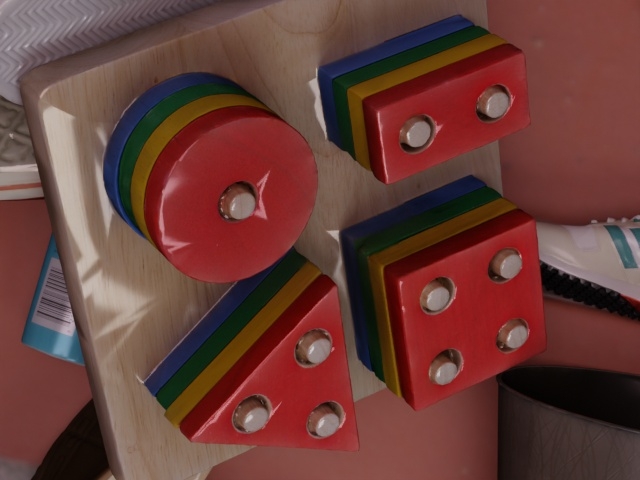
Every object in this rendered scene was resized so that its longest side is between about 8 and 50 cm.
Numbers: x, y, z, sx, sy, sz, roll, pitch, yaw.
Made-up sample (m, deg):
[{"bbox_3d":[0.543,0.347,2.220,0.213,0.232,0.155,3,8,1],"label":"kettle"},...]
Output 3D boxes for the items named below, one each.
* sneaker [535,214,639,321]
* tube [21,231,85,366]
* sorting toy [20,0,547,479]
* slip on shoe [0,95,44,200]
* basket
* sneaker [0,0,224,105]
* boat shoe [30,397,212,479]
[{"bbox_3d":[0.190,0.005,1.088,0.161,0.057,0.075,19,79,2],"label":"sneaker"},{"bbox_3d":[-0.122,-0.028,1.097,0.080,0.052,0.207,19,90,-8],"label":"tube"},{"bbox_3d":[0.000,0.000,0.961,0.255,0.089,0.257,-23,125,-21],"label":"sorting toy"},{"bbox_3d":[-0.097,-0.061,1.023,0.331,0.101,0.123,-8,52,-18],"label":"slip on shoe"},{"bbox_3d":[0.180,0.203,1.054,0.204,0.154,0.227,10,99,-2],"label":"basket"},{"bbox_3d":[-0.101,-0.173,0.986,0.169,0.292,0.108,44,135,25],"label":"sneaker"},{"bbox_3d":[-0.124,0.177,1.088,0.098,0.109,0.302,41,87,-22],"label":"boat shoe"}]
